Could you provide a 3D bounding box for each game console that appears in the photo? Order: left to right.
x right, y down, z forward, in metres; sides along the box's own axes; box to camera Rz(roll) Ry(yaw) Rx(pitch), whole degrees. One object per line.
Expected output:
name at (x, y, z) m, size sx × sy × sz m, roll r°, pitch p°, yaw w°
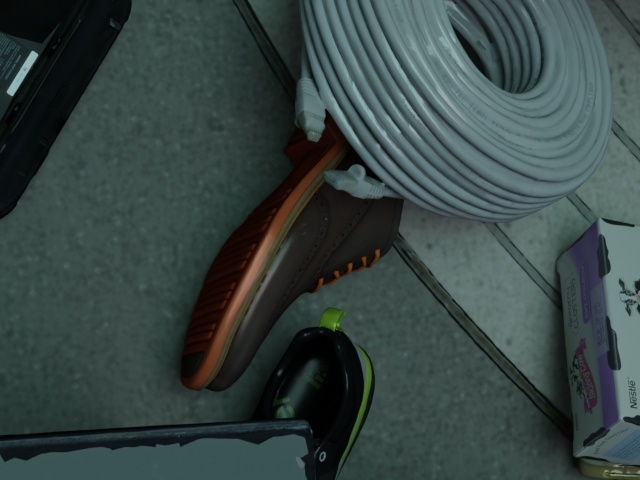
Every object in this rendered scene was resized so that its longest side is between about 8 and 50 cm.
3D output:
game console at (-0.185, -0.190, 1.095) m, size 0.213 × 0.044 × 0.361 m, roll 31°, pitch 74°, yaw -11°

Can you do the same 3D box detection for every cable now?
cable at (0.095, -0.137, 1.105) m, size 0.257 × 0.089 × 0.257 m, roll 14°, pitch 59°, yaw -39°

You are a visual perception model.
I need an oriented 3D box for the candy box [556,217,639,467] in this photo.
candy box at (0.278, 0.084, 1.171) m, size 0.196 × 0.070 × 0.165 m, roll 11°, pitch 58°, yaw -18°

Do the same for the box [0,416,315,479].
box at (-0.193, 0.210, 0.849) m, size 0.293 × 0.395 × 0.212 m, roll -2°, pitch 84°, yaw -19°

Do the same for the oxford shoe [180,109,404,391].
oxford shoe at (0.000, 0.000, 1.104) m, size 0.098 × 0.097 × 0.271 m, roll 37°, pitch 72°, yaw -15°

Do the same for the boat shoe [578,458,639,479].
boat shoe at (0.250, 0.163, 1.195) m, size 0.135 × 0.050 × 0.045 m, roll 13°, pitch 103°, yaw -16°

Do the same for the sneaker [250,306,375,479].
sneaker at (-0.030, 0.155, 1.060) m, size 0.084 × 0.097 × 0.234 m, roll 12°, pitch 71°, yaw 14°
